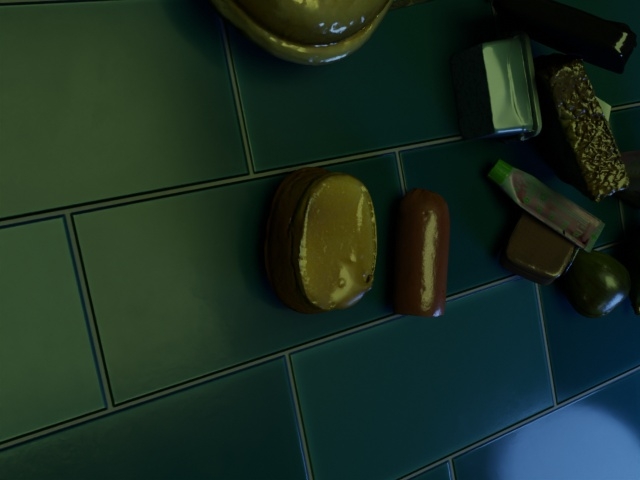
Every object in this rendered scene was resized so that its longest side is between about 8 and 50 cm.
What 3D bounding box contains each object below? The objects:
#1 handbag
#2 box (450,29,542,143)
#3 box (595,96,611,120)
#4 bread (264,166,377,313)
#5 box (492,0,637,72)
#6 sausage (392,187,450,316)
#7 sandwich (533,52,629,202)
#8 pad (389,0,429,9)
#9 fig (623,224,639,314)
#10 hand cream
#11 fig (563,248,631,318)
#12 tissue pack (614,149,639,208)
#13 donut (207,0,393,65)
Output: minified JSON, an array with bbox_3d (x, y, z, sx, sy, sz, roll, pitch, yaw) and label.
[{"bbox_3d":[0.496,-0.001,1.632,0.151,0.072,0.193,31,70,9],"label":"handbag"},{"bbox_3d":[0.370,-0.315,1.548,0.130,0.162,0.227,-12,96,-19],"label":"box"},{"bbox_3d":[0.649,-0.267,1.776,0.084,0.040,0.154,19,82,-28],"label":"box"},{"bbox_3d":[0.000,0.000,1.330,0.195,0.143,0.269,3,90,-33],"label":"bread"},{"bbox_3d":[0.502,-0.430,1.508,0.073,0.289,0.290,-66,162,14],"label":"box"},{"bbox_3d":[0.202,0.025,1.471,0.114,0.113,0.259,3,89,-31],"label":"sausage"},{"bbox_3d":[0.531,-0.254,1.587,0.099,0.271,0.301,-26,104,2],"label":"sandwich"},{"bbox_3d":[0.148,-0.663,1.501,0.248,0.007,0.367,-23,102,-29],"label":"pad"},{"bbox_3d":[0.825,0.067,1.817,0.195,0.195,0.245,17,116,-30],"label":"fig"},{"bbox_3d":[0.489,-0.084,1.603,0.275,0.050,0.079,35,97,3],"label":"hand cream"},{"bbox_3d":[0.599,0.059,1.716,0.259,0.151,0.151,45,67,1],"label":"fig"},{"bbox_3d":[0.829,-0.141,1.756,0.215,0.257,0.123,25,74,-30],"label":"tissue pack"},{"bbox_3d":[-0.029,-0.530,1.285,0.449,0.198,0.448,0,90,-30],"label":"donut"}]
